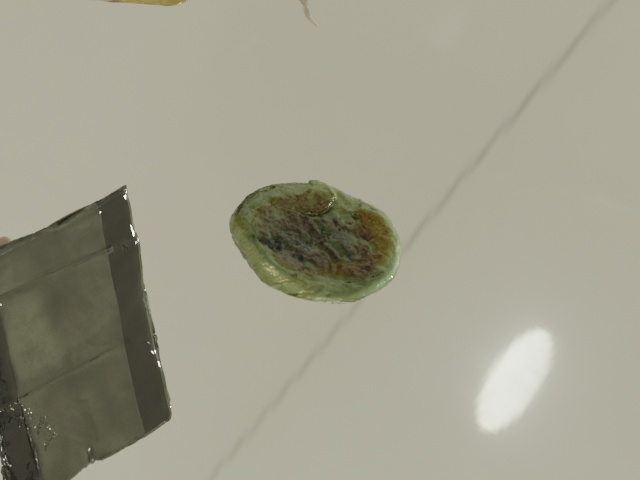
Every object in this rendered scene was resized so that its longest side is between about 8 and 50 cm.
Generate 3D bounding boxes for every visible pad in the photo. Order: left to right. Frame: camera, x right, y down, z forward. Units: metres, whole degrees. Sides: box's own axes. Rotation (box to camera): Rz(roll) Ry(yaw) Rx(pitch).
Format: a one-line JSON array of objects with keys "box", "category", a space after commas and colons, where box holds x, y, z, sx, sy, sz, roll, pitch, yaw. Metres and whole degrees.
[{"box": [-0.202, 0.088, 1.453, 0.174, 0.233, 0.022, -28, -145, -34], "category": "pad"}]

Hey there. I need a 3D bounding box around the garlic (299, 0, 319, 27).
[{"box": [-0.131, -0.194, 1.052, 0.128, 0.267, 0.148, -57, -160, 12], "category": "garlic"}]

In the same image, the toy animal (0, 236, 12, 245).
[{"box": [-0.291, 0.088, 1.635, 0.171, 0.171, 0.197, -61, 160, -12], "category": "toy animal"}]

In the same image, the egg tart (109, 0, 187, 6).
[{"box": [-0.144, -0.245, 1.219, 0.241, 0.241, 0.106, -44, -159, 40], "category": "egg tart"}]

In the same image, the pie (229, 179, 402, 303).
[{"box": [0.000, 0.000, 0.845, 0.085, 0.085, 0.017, -75, -175, -49], "category": "pie"}]
